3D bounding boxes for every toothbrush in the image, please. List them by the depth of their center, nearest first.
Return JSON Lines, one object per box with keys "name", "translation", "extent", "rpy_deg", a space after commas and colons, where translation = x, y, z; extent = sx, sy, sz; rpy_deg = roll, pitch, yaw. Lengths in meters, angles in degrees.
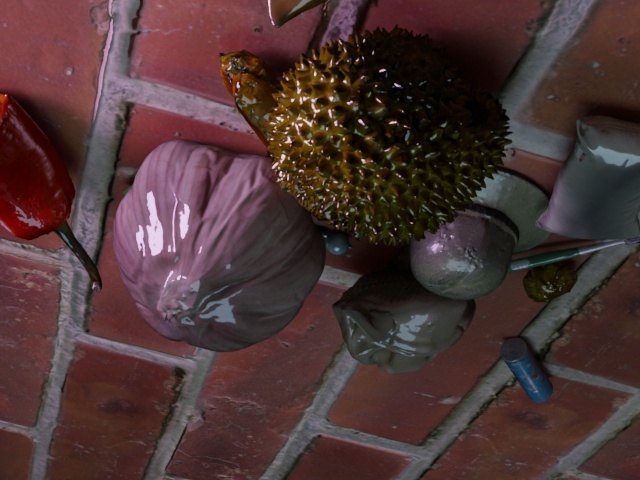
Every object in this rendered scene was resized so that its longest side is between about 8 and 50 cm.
{"name": "toothbrush", "translation": [0.356, 0.020, 2.036], "extent": [0.257, 0.018, 0.024], "rpy_deg": [-13, -174, 31]}

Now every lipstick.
{"name": "lipstick", "translation": [0.348, 0.219, 2.379], "extent": [0.048, 0.048, 0.158], "rpy_deg": [-5, 147, 25]}

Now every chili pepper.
{"name": "chili pepper", "translation": [-0.420, -0.073, 2.029], "extent": [0.131, 0.135, 0.338], "rpy_deg": [9, 150, 34]}

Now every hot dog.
{"name": "hot dog", "translation": [-0.049, -0.148, 1.810], "extent": [0.072, 0.115, 0.269], "rpy_deg": [-28, 142, 8]}

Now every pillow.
{"name": "pillow", "translation": [0.375, -0.072, 1.828], "extent": [0.144, 0.078, 0.254], "rpy_deg": [4, 150, -3]}

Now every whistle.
{"name": "whistle", "translation": [0.000, 0.000, 2.126], "extent": [0.100, 0.035, 0.035], "rpy_deg": [12, 151, 2]}

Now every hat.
{"name": "hat", "translation": [0.200, 0.010, 1.980], "extent": [0.257, 0.130, 0.257], "rpy_deg": [8, 150, 5]}

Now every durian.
{"name": "durian", "translation": [0.085, -0.126, 1.677], "extent": [0.293, 0.258, 0.258], "rpy_deg": [19, 150, -25]}

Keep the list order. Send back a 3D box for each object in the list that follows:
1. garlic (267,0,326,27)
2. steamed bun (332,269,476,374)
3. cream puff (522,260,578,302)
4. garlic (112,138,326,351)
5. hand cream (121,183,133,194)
{"name": "garlic", "translation": [0.091, -0.324, 1.374], "extent": [0.338, 0.196, 0.151], "rpy_deg": [-11, 160, 29]}
{"name": "steamed bun", "translation": [0.125, 0.129, 2.123], "extent": [0.218, 0.144, 0.211], "rpy_deg": [-6, -169, 17]}
{"name": "cream puff", "translation": [0.342, 0.062, 2.095], "extent": [0.083, 0.058, 0.083], "rpy_deg": [-13, 145, 33]}
{"name": "garlic", "translation": [-0.143, 0.023, 1.959], "extent": [0.317, 0.259, 0.317], "rpy_deg": [11, 121, 19]}
{"name": "hand cream", "translation": [-0.201, -0.045, 2.100], "extent": [0.175, 0.046, 0.095], "rpy_deg": [29, 147, -26]}
